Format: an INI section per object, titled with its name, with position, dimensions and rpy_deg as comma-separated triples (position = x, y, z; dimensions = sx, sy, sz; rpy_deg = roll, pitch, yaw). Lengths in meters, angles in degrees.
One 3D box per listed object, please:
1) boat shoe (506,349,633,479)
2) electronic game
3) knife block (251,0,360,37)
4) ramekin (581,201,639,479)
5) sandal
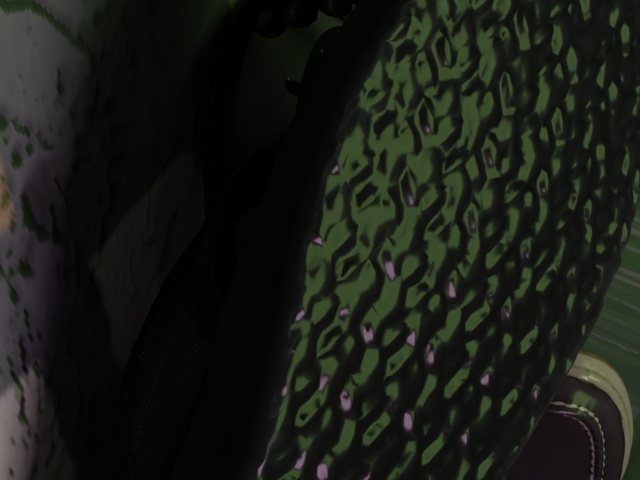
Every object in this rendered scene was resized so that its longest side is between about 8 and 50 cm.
[boat shoe]
position = 0.103, 0.162, 0.852
dimensions = 0.285, 0.103, 0.092
rpy_deg = 97, 0, -50
[electronic game]
position = 0.000, 0.000, 0.731
dimensions = 0.229, 0.048, 0.229
rpy_deg = -6, 90, -71
[knife block]
position = 0.011, -0.201, 0.666
dimensions = 0.242, 0.088, 0.276
rpy_deg = 42, 41, -55
[ramekin]
position = 0.195, 0.045, 1.052
dimensions = 0.303, 0.148, 0.303
rpy_deg = -60, 166, -26
[sandal]
position = -0.014, 0.064, 0.562
dimensions = 0.167, 0.107, 0.446
rpy_deg = 40, 72, -46
